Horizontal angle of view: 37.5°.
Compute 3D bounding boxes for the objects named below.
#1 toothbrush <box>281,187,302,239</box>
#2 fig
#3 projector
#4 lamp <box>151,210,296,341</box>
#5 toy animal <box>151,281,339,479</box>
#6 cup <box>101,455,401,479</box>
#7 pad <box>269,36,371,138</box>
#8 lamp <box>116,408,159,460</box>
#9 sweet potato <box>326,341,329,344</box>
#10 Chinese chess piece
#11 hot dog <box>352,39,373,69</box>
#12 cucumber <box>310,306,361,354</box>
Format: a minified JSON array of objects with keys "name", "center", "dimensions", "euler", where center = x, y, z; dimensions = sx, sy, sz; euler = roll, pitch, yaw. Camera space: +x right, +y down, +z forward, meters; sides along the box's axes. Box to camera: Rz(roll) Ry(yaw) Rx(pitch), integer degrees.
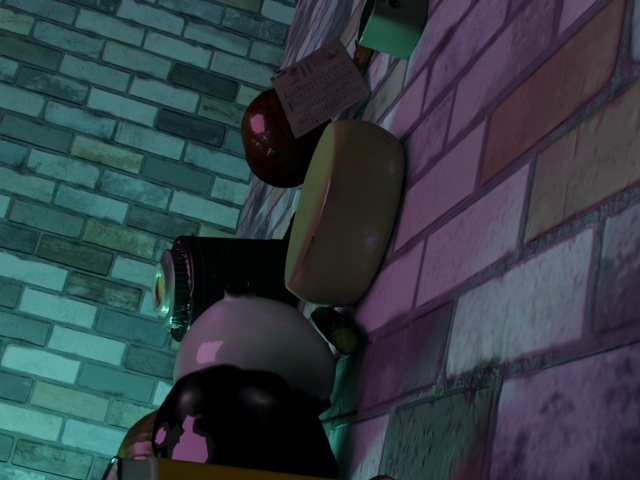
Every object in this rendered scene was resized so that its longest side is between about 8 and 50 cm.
[{"name":"toothbrush","center":[-0.095,0.042,2.102],"dimensions":[0.030,0.025,0.342],"euler":[-98,26,-77]},{"name":"fig","center":[-0.054,-0.179,1.849],"dimensions":[0.249,0.186,0.203],"euler":[-117,31,-48]},{"name":"projector","center":[0.108,-0.333,1.422],"dimensions":[0.083,0.082,0.083],"euler":[119,163,-51]},{"name":"lamp","center":[-0.185,0.085,1.810],"dimensions":[0.374,0.272,0.205],"euler":[-83,15,-45]},{"name":"toy animal","center":[-0.095,0.215,1.205],"dimensions":[0.310,0.251,0.251],"euler":[-101,27,-45]},{"name":"cup","center":[-0.045,0.265,0.748],"dimensions":[0.196,0.280,0.196],"euler":[-162,90,-74]},{"name":"pad","center":[-0.006,-0.292,1.757],"dimensions":[0.160,0.009,0.265],"euler":[-30,36,7]},{"name":"lamp","center":[-0.267,0.442,1.840],"dimensions":[0.284,0.250,0.250],"euler":[-4,-66,-66]},{"name":"sweet potato","center":[-0.009,0.184,1.332],"dimensions":[0.049,0.049,0.117],"euler":[-87,16,-53]},{"name":"Chinese chess piece","center":[0.030,-0.038,1.322],"dimensions":[0.273,0.102,0.273],"euler":[-165,90,-81]},{"name":"hot dog","center":[0.085,-0.370,1.748],"dimensions":[0.049,0.037,0.122],"euler":[-91,18,-51]},{"name":"cucumber","center":[0.018,0.117,1.303],"dimensions":[0.044,0.043,0.257],"euler":[-50,7,-3]}]
